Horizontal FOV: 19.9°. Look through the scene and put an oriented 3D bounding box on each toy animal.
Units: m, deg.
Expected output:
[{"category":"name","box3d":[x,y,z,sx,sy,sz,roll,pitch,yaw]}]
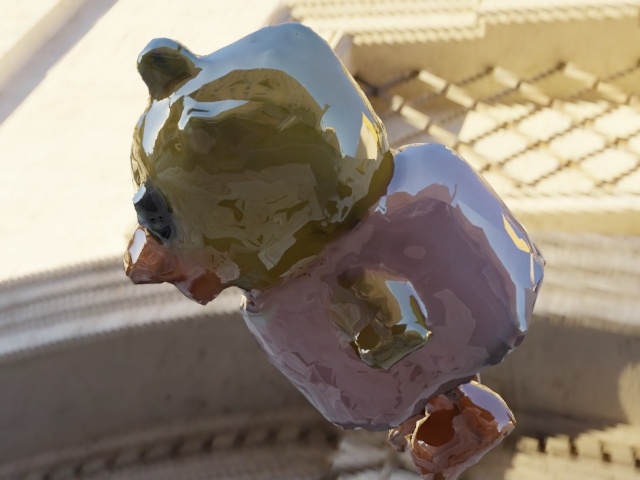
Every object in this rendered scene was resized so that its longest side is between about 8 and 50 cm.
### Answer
[{"category":"toy animal","box3d":[0.001,-0.004,1.008,0.281,0.195,0.169,37,-88,-15]}]
